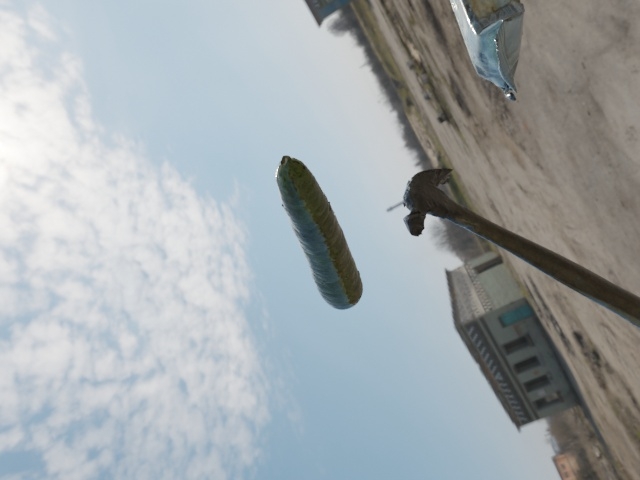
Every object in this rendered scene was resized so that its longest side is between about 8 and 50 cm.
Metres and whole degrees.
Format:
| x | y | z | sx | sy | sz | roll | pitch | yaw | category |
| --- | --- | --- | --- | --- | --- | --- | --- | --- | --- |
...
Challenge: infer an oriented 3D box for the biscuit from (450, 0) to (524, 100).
| x | y | z | sx | sy | sz | roll | pitch | yaw | category |
| --- | --- | --- | --- | --- | --- | --- | --- | --- | --- |
| 0.226 | -0.370 | 0.739 | 0.186 | 0.079 | 0.309 | 27 | -134 | -64 | biscuit |

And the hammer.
| x | y | z | sx | sy | sz | roll | pitch | yaw | category |
| --- | --- | --- | --- | --- | --- | --- | --- | --- | --- |
| 0.212 | 0.019 | 0.491 | 0.297 | 0.027 | 0.125 | 28 | -140 | -4 | hammer |

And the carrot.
| x | y | z | sx | sy | sz | roll | pitch | yaw | category |
| --- | --- | --- | --- | --- | --- | --- | --- | --- | --- |
| 0.000 | 0.000 | 0.712 | 0.358 | 0.074 | 0.074 | 66 | -174 | -55 | carrot |
